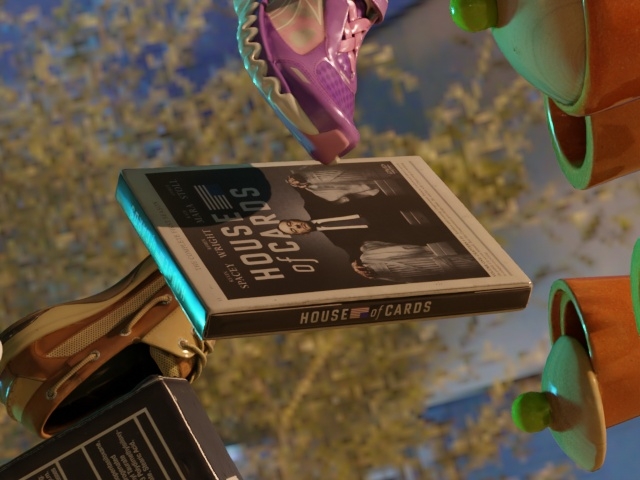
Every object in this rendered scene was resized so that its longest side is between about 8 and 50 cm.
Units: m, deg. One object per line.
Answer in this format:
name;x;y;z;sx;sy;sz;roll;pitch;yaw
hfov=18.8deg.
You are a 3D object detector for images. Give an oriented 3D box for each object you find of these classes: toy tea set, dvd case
toy tea set;0.109;-0.034;0.817;0.124;0.336;0.200;-11;25;-8
dvd case;0.000;0.000;1.325;0.239;0.029;0.179;-4;33;-26

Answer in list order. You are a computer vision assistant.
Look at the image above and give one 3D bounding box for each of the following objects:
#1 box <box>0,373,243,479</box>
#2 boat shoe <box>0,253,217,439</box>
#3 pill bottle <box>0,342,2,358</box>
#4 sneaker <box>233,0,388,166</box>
box;-0.184;0.315;1.699;0.294;0.296;0.183;-29;-6;1
boat shoe;-0.159;0.097;1.869;0.324;0.120;0.122;-28;-40;-14
pill bottle;-0.330;0.078;1.630;0.065;0.065;0.116;-19;-48;35
sneaker;0.000;-0.151;1.369;0.105;0.236;0.095;-27;-50;10
